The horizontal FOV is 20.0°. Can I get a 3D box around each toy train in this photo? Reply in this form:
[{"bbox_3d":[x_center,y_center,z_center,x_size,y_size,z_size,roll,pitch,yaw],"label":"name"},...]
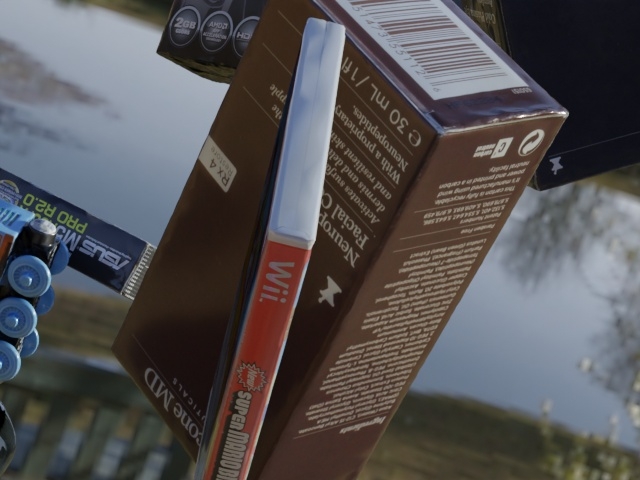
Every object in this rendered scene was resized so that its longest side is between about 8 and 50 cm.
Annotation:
[{"bbox_3d":[-0.310,0.050,1.724,0.105,0.184,0.080,24,25,2],"label":"toy train"}]

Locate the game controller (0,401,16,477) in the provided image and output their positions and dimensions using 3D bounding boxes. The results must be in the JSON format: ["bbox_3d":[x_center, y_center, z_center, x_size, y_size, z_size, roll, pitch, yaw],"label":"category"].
[{"bbox_3d":[-0.312,0.169,1.317,0.067,0.166,0.319,33,-11,-24],"label":"game controller"}]

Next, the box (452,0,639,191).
[{"bbox_3d":[0.313,-0.251,1.815,0.343,0.312,0.179,-15,13,-9],"label":"box"}]

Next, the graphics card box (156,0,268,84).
[{"bbox_3d":[-0.002,-0.325,1.779,0.233,0.370,0.094,16,-4,40],"label":"graphics card box"}]

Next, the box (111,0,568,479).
[{"bbox_3d":[0.000,0.000,1.336,0.143,0.381,0.191,-12,49,-41],"label":"box"}]

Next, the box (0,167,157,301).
[{"bbox_3d":[-0.204,0.025,1.882,0.216,0.060,0.270,26,-4,29],"label":"box"}]

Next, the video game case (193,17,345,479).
[{"bbox_3d":[-0.036,0.046,1.011,0.025,0.285,0.204,13,37,-4],"label":"video game case"}]
